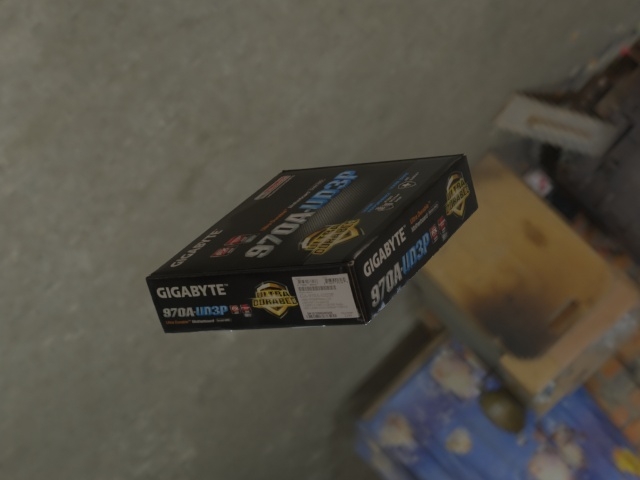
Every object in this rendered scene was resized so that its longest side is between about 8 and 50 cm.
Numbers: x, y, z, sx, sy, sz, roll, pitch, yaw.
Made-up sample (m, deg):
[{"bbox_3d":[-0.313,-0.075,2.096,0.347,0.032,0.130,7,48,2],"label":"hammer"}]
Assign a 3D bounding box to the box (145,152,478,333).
[{"bbox_3d":[0.000,0.000,1.132,0.220,0.175,0.051,-41,122,-53],"label":"box"}]
